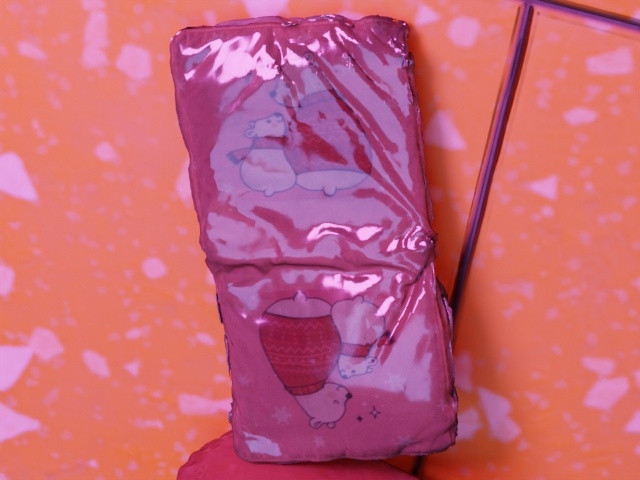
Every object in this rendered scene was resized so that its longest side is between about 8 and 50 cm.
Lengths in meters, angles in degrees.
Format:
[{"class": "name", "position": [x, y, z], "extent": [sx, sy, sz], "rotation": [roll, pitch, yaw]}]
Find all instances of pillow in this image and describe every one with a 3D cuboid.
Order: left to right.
[{"class": "pillow", "position": [0.000, 0.000, 0.947], "extent": [0.135, 0.049, 0.248], "rotation": [-4, 106, 18]}]

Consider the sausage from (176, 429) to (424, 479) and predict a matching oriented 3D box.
[{"class": "sausage", "position": [0.028, 0.201, 1.005], "extent": [0.254, 0.148, 0.148], "rotation": [17, 121, 6]}]
